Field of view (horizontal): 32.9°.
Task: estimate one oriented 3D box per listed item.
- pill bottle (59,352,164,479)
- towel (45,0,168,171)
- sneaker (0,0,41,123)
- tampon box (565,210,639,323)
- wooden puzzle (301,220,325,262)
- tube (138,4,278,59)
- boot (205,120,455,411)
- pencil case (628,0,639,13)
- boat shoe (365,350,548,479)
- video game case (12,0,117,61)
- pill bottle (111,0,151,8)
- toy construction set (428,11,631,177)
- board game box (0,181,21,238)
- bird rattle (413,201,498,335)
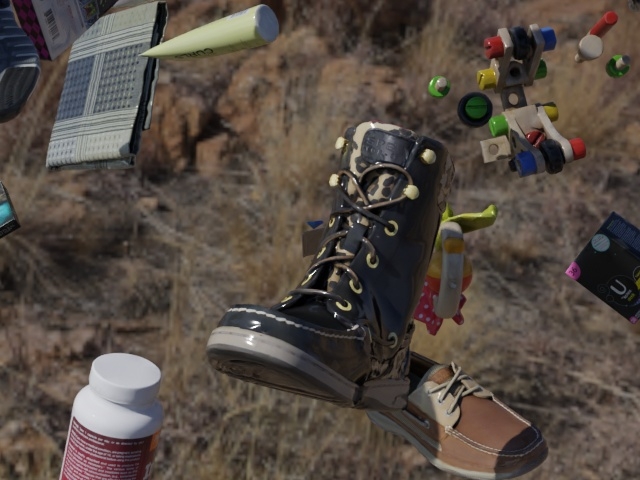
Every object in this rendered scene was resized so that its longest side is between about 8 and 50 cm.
[{"bbox_3d":[-0.195,0.188,1.022,0.086,0.152,0.086,13,20,-5],"label":"pill bottle"},{"bbox_3d":[-0.405,-0.287,2.084,0.056,0.312,0.324,19,-13,-40],"label":"towel"},{"bbox_3d":[-0.343,-0.162,1.144,0.086,0.132,0.229,-5,44,-19],"label":"sneaker"},{"bbox_3d":[0.567,0.050,2.031,0.161,0.120,0.101,37,36,12],"label":"tampon box"},{"bbox_3d":[0.000,0.000,1.957,0.078,0.116,0.014,-10,50,-16],"label":"wooden puzzle"},{"bbox_3d":[-0.177,-0.321,1.755,0.240,0.070,0.062,-8,47,35],"label":"tube"},{"bbox_3d":[0.028,0.020,1.084,0.138,0.284,0.377,11,-7,27],"label":"boot"},{"bbox_3d":[0.405,-0.473,1.517,0.410,0.183,0.160,36,22,-20],"label":"pencil case"},{"bbox_3d":[0.171,0.233,1.516,0.123,0.116,0.324,-33,33,-34],"label":"boat shoe"},{"bbox_3d":[-0.343,-0.389,1.428,0.041,0.232,0.210,8,43,23],"label":"video game case"},{"bbox_3d":[-0.333,-0.533,1.746,0.160,0.283,0.160,-7,31,4],"label":"pill bottle"},{"bbox_3d":[0.371,-0.247,1.862,0.309,0.257,0.237,-39,-3,-4],"label":"toy construction set"},{"bbox_3d":[-0.644,-0.020,1.974,0.186,0.026,0.126,-31,46,-4],"label":"board game box"},{"bbox_3d":[0.208,0.051,1.856,0.143,0.254,0.207,13,16,1],"label":"bird rattle"}]
